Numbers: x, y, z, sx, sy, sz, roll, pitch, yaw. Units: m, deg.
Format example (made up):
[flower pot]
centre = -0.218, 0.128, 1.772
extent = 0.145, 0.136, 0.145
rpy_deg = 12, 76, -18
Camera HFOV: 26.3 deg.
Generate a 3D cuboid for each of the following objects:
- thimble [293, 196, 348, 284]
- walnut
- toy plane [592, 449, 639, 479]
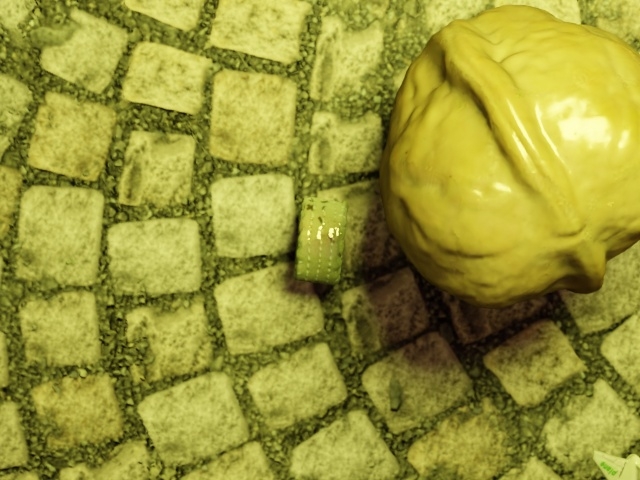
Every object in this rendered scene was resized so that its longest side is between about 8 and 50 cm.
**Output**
[thimble]
centre = 0.000, 0.000, 1.738
extent = 0.062, 0.084, 0.110
rpy_deg = 6, 99, -2
[walnut]
centre = 0.238, -0.097, 1.603
extent = 0.381, 0.381, 0.381
rpy_deg = 0, 97, -2
[toy plane]
centre = 0.405, 0.392, 1.795
extent = 0.251, 0.101, 0.255
rpy_deg = 1, 102, -5
